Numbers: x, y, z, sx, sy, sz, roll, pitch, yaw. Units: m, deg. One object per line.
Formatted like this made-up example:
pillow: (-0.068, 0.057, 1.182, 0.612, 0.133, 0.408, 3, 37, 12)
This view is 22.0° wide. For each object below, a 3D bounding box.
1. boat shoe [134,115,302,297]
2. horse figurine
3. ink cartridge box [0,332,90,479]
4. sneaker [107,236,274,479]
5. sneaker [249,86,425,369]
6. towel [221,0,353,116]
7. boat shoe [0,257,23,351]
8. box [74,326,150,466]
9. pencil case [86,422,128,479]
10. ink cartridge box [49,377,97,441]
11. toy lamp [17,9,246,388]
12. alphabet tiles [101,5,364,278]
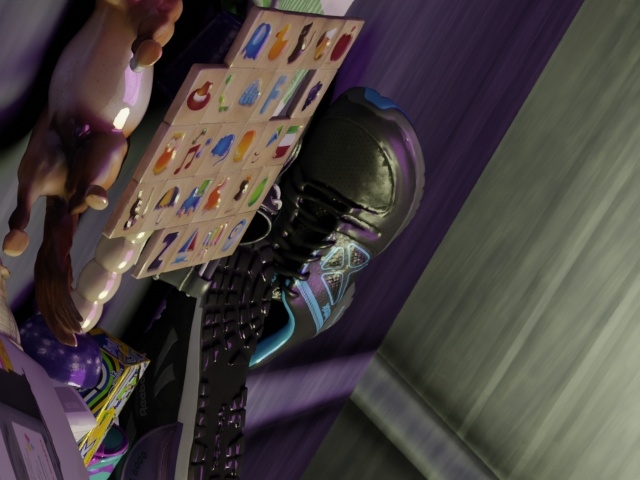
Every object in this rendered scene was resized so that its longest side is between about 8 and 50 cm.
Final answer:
boat shoe: (-0.071, -0.028, 1.355, 0.233, 0.079, 0.084, -47, 164, -51)
horse figurine: (-0.121, -0.080, 0.928, 0.174, 0.066, 0.263, -108, -141, -75)
ink cartridge box: (-0.223, 0.115, 0.651, 0.226, 0.131, 0.306, -19, 167, -3)
sneaker: (-0.129, 0.096, 1.443, 0.107, 0.124, 0.283, 21, 78, -61)
sneaker: (0.000, 0.000, 1.643, 0.139, 0.125, 0.341, -39, 158, -46)
towel: (0.027, -0.248, 1.255, 0.325, 0.038, 0.248, -53, 169, -19)
boat shoe: (-0.211, 0.017, 0.805, 0.302, 0.109, 0.098, 74, 11, -75)
box: (-0.208, 0.155, 1.324, 0.169, 0.054, 0.059, -59, 170, 8)
pencil case: (-0.225, 0.221, 1.414, 0.152, 0.064, 0.070, -61, -175, 16)
ink cartridge box: (-0.277, 0.183, 1.157, 0.224, 0.056, 0.181, -39, 171, 4)
toy lamp: (-0.117, -0.029, 1.128, 0.275, 0.080, 0.080, -60, 170, 10)
alphabet tiles: (-0.059, -0.062, 1.068, 0.198, 0.009, 0.237, -59, 165, 15)
